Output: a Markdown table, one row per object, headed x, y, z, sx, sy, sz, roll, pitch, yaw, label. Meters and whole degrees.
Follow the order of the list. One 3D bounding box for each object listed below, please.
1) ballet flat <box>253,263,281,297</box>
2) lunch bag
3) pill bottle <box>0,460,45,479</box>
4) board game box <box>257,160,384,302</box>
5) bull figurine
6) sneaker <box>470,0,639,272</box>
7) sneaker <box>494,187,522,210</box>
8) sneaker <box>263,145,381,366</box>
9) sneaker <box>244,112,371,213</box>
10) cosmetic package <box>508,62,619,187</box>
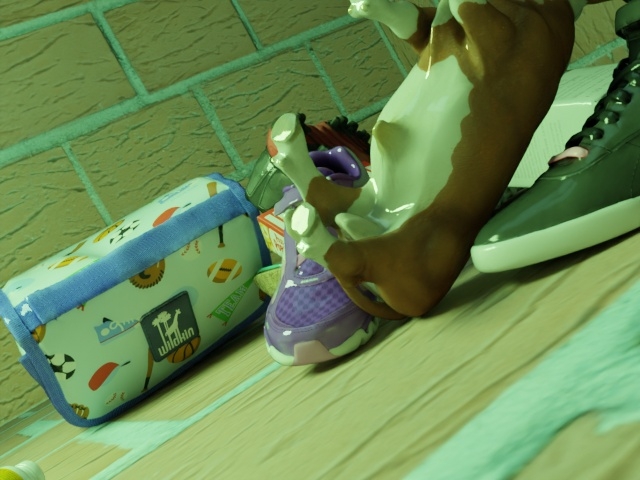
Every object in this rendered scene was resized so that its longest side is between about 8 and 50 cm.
| x | y | z | sx | sy | sz | roll | pitch | yaw | label |
| --- | --- | --- | --- | --- | --- | --- | --- | --- | --- |
| -0.013 | 0.049 | 0.867 | 0.073 | 0.067 | 0.206 | 0 | -16 | -35 | ballet flat |
| -0.250 | 0.082 | 1.004 | 0.328 | 0.238 | 0.385 | -32 | -7 | -23 | lunch bag |
| -0.261 | 0.211 | 0.595 | 0.043 | 0.043 | 0.083 | -28 | 2 | 23 | pill bottle |
| 0.045 | -0.012 | 0.749 | 0.147 | 0.045 | 0.193 | -30 | 31 | -21 | board game box |
| 0.085 | -0.094 | 0.501 | 0.188 | 0.310 | 0.101 | 23 | 0 | -40 | bull figurine |
| 0.202 | -0.099 | 0.477 | 0.296 | 0.146 | 0.104 | -30 | 4 | -2 | sneaker |
| 0.204 | -0.068 | 0.877 | 0.290 | 0.105 | 0.123 | -20 | 39 | 3 | sneaker |
| 0.000 | 0.000 | 0.600 | 0.095 | 0.104 | 0.236 | -8 | 32 | 17 | sneaker |
| -0.002 | -0.084 | 0.929 | 0.135 | 0.098 | 0.276 | -53 | -17 | 22 | sneaker |
| 0.206 | -0.109 | 0.711 | 0.117 | 0.085 | 0.231 | -30 | 21 | -30 | cosmetic package |
